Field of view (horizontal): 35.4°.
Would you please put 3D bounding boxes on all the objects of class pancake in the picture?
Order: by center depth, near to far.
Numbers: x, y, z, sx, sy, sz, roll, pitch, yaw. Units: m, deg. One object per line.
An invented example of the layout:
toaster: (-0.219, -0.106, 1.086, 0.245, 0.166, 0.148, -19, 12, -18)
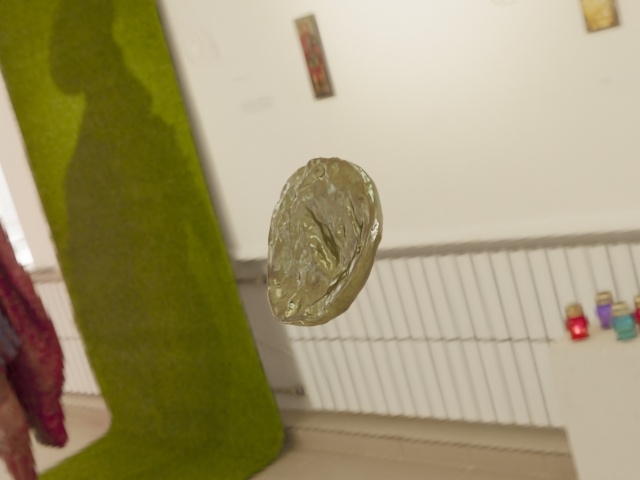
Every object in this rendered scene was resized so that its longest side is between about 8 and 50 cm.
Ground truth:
pancake: (0.000, 0.000, 1.331, 0.050, 0.241, 0.242, 14, -10, -38)
